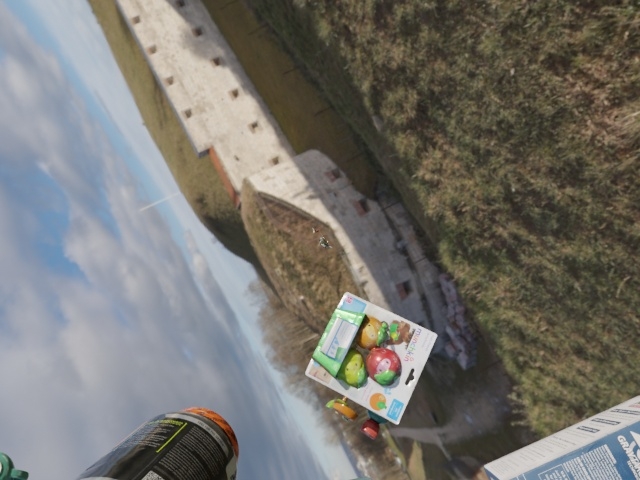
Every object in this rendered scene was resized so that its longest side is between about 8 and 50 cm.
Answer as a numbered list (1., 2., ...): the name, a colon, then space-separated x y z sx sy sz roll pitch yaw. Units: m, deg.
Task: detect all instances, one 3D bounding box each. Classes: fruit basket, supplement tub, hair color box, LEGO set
1. fruit basket: 0.167 0.386 1.602 0.352 0.327 0.165 24 168 23
2. supplement tub: -0.257 0.401 0.729 0.207 0.207 0.338 64 -170 2
3. hair color box: 0.490 0.400 0.853 0.174 0.347 0.105 65 180 -72
4. LEGO set: -0.001 -0.002 1.337 0.083 0.023 0.054 52 -163 -11

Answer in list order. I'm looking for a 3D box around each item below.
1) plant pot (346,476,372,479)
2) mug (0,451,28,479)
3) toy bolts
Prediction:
1. plant pot: 0.102 0.713 1.171 0.290 0.195 0.290 41 160 18
2. mug: -0.996 0.707 1.443 0.129 0.157 0.097 53 139 21
3. toy bolts: 0.159 0.615 1.780 0.228 0.159 0.218 32 159 10
